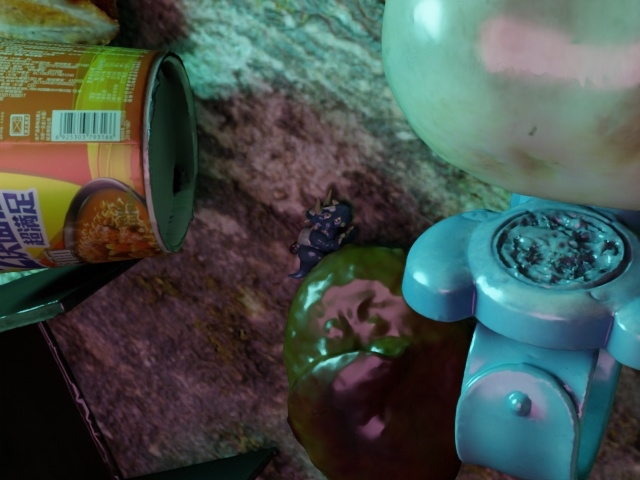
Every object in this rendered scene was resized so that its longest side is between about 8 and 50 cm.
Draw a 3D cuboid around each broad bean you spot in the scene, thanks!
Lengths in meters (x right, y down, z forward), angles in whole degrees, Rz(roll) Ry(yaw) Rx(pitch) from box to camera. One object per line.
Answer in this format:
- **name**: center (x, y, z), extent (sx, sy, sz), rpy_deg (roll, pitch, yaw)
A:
- **broad bean**: center (0.049, 0.115, 0.939), extent (0.156, 0.122, 0.228), rpy_deg (3, 114, 24)

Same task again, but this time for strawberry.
- **strawberry**: center (-0.246, -0.210, 0.970), extent (0.187, 0.082, 0.146), rpy_deg (14, 153, 11)

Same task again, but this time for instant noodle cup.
- **instant noodle cup**: center (-0.198, -0.068, 0.934), extent (0.174, 0.213, 0.213), rpy_deg (0, 111, 7)

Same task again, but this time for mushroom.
- **mushroom**: center (0.175, -0.145, 0.745), extent (0.260, 0.234, 0.254), rpy_deg (23, 162, -24)

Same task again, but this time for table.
- **table**: center (-0.235, 0.160, 1.052), extent (0.282, 0.196, 0.250), rpy_deg (-17, 101, 30)

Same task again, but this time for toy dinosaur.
- **toy dinosaur**: center (0.000, 0.000, 0.970), extent (0.047, 0.030, 0.083), rpy_deg (26, 118, 16)

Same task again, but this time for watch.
- **watch**: center (0.170, 0.075, 0.843), extent (0.211, 0.211, 0.193), rpy_deg (13, 129, 21)
